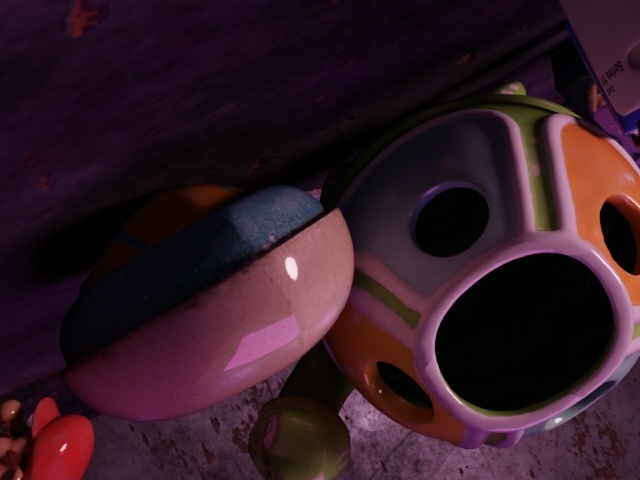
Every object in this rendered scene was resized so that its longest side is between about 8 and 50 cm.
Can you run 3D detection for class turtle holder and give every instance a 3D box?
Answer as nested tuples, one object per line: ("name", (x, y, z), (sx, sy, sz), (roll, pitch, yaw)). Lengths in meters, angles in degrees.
("turtle holder", (0.088, 0.034, 0.763), (0.320, 0.243, 0.227), (-12, -162, 1))

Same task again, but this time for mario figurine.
("mario figurine", (-0.439, 0.266, 1.342), (0.321, 0.170, 0.198), (-17, -149, 4))

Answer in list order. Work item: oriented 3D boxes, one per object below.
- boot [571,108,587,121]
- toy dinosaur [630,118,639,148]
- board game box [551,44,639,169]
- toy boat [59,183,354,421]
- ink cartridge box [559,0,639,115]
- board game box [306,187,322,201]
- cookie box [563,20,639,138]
("boot", (0.316, -0.141, 1.130), (0.152, 0.072, 0.197), (-26, 173, 35))
("toy dinosaur", (0.276, -0.122, 0.404), (0.322, 0.218, 0.164), (-27, 175, 1))
("board game box", (0.323, -0.140, 0.808), (0.243, 0.042, 0.165), (-31, 129, 34))
("toy boat", (-0.131, 0.052, 0.642), (0.318, 0.148, 0.267), (-32, -178, -30))
("ink cartridge box", (0.251, -0.162, 0.579), (0.208, 0.086, 0.153), (-27, 174, -7))
("board game box", (0.000, 0.000, 0.997), (0.194, 0.060, 0.194), (-25, 172, -30))
("cookie box", (0.235, -0.134, 0.734), (0.107, 0.091, 0.040), (-27, 170, 14))
